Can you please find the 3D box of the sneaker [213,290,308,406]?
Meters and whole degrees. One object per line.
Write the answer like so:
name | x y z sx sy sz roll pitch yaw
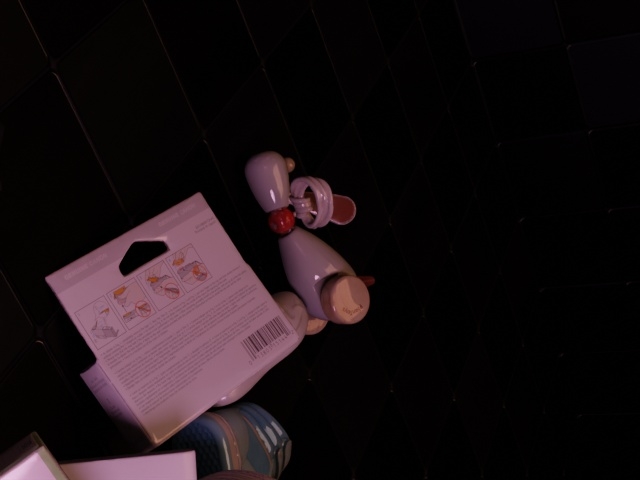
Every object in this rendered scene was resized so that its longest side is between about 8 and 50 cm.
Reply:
sneaker | -0.115 0.111 1.749 0.292 0.108 0.169 -47 128 -55

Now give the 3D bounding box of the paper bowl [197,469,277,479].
paper bowl | -0.127 0.453 1.467 0.148 0.284 0.284 -7 91 -61

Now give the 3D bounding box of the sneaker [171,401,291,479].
sneaker | -0.105 0.394 1.693 0.208 0.127 0.319 -16 100 -61

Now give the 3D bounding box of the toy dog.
toy dog | 0.000 0.000 1.912 0.161 0.220 0.334 -28 120 -39

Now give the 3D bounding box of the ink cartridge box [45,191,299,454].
ink cartridge box | -0.205 0.107 1.543 0.296 0.066 0.261 -33 88 -42

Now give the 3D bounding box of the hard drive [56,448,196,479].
hard drive | -0.256 0.437 1.335 0.233 0.047 0.353 -2 86 -20

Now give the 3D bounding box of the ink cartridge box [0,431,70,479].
ink cartridge box | -0.354 0.341 1.193 0.235 0.056 0.171 -35 115 -16

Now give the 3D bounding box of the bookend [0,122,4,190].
bookend | -0.421 -0.151 1.251 0.156 0.072 0.157 37 52 -56
